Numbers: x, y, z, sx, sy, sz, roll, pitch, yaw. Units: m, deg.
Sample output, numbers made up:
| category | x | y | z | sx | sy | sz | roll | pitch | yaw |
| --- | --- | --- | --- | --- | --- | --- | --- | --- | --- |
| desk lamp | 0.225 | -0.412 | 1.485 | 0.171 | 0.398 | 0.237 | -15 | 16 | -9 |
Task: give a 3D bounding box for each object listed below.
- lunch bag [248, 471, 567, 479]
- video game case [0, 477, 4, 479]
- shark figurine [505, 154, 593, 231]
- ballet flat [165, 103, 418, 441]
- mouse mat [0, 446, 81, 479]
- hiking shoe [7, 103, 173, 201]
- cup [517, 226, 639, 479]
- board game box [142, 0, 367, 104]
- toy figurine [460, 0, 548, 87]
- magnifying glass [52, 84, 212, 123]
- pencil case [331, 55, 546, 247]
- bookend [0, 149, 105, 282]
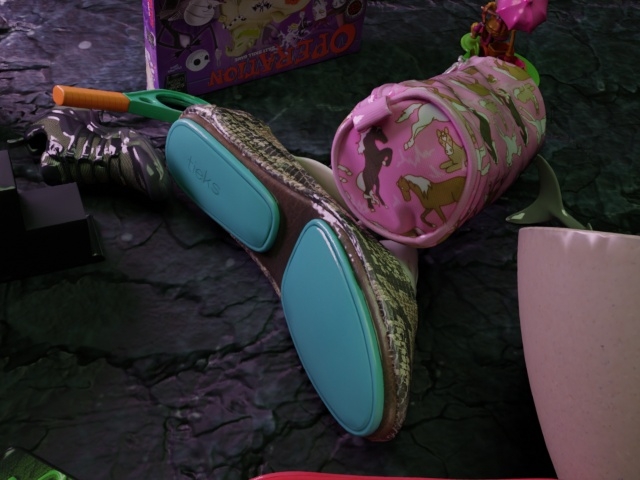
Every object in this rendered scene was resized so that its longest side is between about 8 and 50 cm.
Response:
| category | x | y | z | sx | sy | sz | roll | pitch | yaw |
| --- | --- | --- | --- | --- | --- | --- | --- | --- | --- |
| lunch bag | 0.060 | 0.256 | 0.595 | 0.292 | 0.258 | 0.120 | 4 | 52 | -8 |
| video game case | -0.318 | 0.283 | 0.671 | 0.190 | 0.022 | 0.173 | 25 | 50 | 13 |
| shark figurine | 0.325 | 0.026 | 0.942 | 0.166 | 0.116 | 0.278 | 9 | 50 | -3 |
| ballet flat | 0.000 | 0.000 | 0.896 | 0.182 | 0.164 | 0.483 | -10 | 47 | -37 |
| mouse mat | -0.262 | 0.278 | 0.663 | 0.152 | 0.007 | 0.190 | 24 | 49 | 13 |
| hiking shoe | -0.281 | -0.091 | 0.978 | 0.226 | 0.086 | 0.114 | 30 | 59 | 28 |
| cup | 0.310 | 0.130 | 0.644 | 0.330 | 0.331 | 0.237 | 10 | 90 | 0 |
| board game box | -0.082 | -0.327 | 1.123 | 0.346 | 0.208 | 0.056 | -22 | 59 | -25 |
| toy figurine | 0.290 | -0.335 | 1.222 | 0.130 | 0.159 | 0.173 | -6 | 49 | -14 |
| magnifying glass | -0.233 | -0.177 | 1.025 | 0.230 | 0.026 | 0.092 | -5 | 34 | -45 |
| pencil case | 0.155 | -0.118 | 0.923 | 0.167 | 0.160 | 0.386 | 31 | 28 | 14 |
| bookend | -0.326 | -0.036 | 0.860 | 0.156 | 0.157 | 0.072 | -13 | 52 | -19 |
